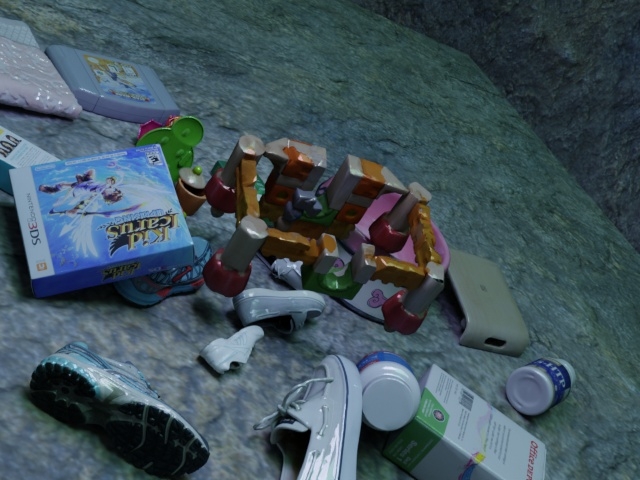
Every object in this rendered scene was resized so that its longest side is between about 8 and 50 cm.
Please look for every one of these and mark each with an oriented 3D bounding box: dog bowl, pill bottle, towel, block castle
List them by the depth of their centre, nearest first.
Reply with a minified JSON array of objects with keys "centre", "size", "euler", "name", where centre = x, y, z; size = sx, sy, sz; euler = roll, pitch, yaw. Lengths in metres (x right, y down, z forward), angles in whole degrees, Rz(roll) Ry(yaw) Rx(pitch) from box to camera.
[{"centre":[0.117,0.273,1.659],"size":[0.124,0.124,0.221],"euler":[36,1,0],"name":"pill bottle"},{"centre":[0.000,0.000,1.788],"size":[0.453,0.213,0.303],"euler":[14,45,-22],"name":"block castle"},{"centre":[-0.692,-0.386,1.906],"size":[0.332,0.053,0.317],"euler":[7,38,-51],"name":"towel"},{"centre":[0.516,0.330,2.126],"size":[0.112,0.112,0.187],"euler":[48,29,22],"name":"pill bottle"},{"centre":[0.126,0.003,2.146],"size":[0.408,0.150,0.408],"euler":[28,30,-18],"name":"dog bowl"}]

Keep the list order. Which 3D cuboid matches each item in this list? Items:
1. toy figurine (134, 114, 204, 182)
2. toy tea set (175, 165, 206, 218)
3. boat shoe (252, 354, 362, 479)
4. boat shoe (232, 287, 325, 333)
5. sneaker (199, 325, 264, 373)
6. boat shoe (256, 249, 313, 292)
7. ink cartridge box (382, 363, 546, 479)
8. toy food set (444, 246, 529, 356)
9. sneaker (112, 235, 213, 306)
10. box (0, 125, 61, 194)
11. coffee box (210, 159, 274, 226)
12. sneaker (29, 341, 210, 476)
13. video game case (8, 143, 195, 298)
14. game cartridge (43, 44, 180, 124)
[{"centre":[-0.337,-0.226,1.996],"size":[0.130,0.173,0.159],"euler":[39,10,-32],"name":"toy figurine"},{"centre":[-0.335,-0.105,1.819],"size":[0.200,0.124,0.336],"euler":[38,27,3],"name":"toy tea set"},{"centre":[-0.031,0.314,1.521],"size":[0.156,0.136,0.367],"euler":[25,39,-15],"name":"boat shoe"},{"centre":[-0.075,0.145,1.794],"size":[0.228,0.079,0.081],"euler":[8,58,-45],"name":"boat shoe"},{"centre":[-0.150,0.197,1.644],"size":[0.061,0.053,0.152],"euler":[53,36,12],"name":"sneaker"},{"centre":[-0.080,0.052,1.938],"size":[0.063,0.066,0.184],"euler":[-17,59,-41],"name":"boat shoe"},{"centre":[0.277,0.395,1.739],"size":[0.278,0.117,0.201],"euler":[36,27,0],"name":"ink cartridge box"},{"centre":[0.380,0.147,2.308],"size":[0.220,0.092,0.306],"euler":[17,41,-35],"name":"toy food set"},{"centre":[-0.260,0.034,1.685],"size":[0.104,0.125,0.262],"euler":[41,27,8],"name":"sneaker"},{"centre":[-0.589,-0.155,1.677],"size":[0.244,0.060,0.100],"euler":[30,28,-11],"name":"box"},{"centre":[-0.165,-0.107,2.112],"size":[0.113,0.040,0.184],"euler":[3,42,-47],"name":"coffee box"},{"centre":[-0.278,0.236,1.365],"size":[0.283,0.110,0.122],"euler":[34,24,-5],"name":"sneaker"},{"centre":[-0.376,-0.041,1.574],"size":[0.270,0.061,0.244],"euler":[-13,56,-17],"name":"video game case"},{"centre":[-0.476,-0.355,2.139],"size":[0.297,0.062,0.198],"euler":[5,36,-45],"name":"game cartridge"}]
